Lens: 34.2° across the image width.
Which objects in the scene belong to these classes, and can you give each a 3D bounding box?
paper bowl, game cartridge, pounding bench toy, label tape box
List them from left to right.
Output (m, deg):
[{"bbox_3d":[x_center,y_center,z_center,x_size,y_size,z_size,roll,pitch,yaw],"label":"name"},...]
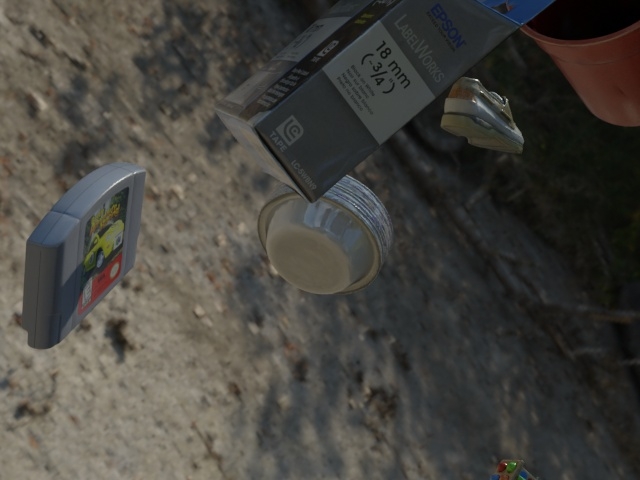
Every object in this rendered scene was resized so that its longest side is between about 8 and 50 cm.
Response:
[{"bbox_3d":[-0.333,0.004,1.497,0.060,0.196,0.294,13,28,11],"label":"game cartridge"},{"bbox_3d":[0.000,0.000,2.185,0.284,0.284,0.148,48,43,-19],"label":"paper bowl"},{"bbox_3d":[0.061,-0.198,1.084,0.106,0.333,0.240,51,-4,-18],"label":"label tape box"},{"bbox_3d":[0.293,0.356,1.515,0.065,0.083,0.052,44,65,-12],"label":"pounding bench toy"}]

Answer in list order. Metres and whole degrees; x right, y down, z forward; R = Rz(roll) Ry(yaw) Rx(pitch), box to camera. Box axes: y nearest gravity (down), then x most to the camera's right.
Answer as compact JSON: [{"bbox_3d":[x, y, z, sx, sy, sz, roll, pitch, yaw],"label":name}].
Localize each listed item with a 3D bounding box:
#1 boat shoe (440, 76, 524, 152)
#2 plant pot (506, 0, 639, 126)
[{"bbox_3d":[0.337,-0.243,2.069,0.302,0.113,0.103,15,86,-62],"label":"boat shoe"},{"bbox_3d":[0.448,-0.323,1.545,0.265,0.272,0.272,44,23,-49],"label":"plant pot"}]
